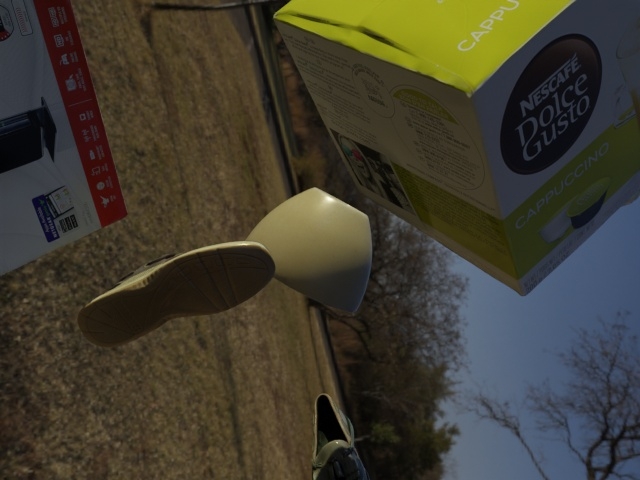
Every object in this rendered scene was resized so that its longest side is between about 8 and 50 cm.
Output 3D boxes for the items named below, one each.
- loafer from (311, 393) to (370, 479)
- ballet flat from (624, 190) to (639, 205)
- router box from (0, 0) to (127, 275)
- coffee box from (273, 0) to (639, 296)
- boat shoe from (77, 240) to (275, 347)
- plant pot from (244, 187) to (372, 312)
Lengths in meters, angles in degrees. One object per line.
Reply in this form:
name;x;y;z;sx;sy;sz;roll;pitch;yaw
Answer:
loafer;0.018;0.360;0.964;0.267;0.096;0.084;-110;177;-74
ballet flat;0.512;-0.110;0.953;0.248;0.086;0.086;-45;146;-30
router box;-0.416;-0.117;0.675;0.082;0.301;0.335;28;-44;34
coffee box;0.214;-0.207;0.709;0.338;0.338;0.334;40;-12;44
boat shoe;-0.201;0.060;0.803;0.092;0.285;0.102;-102;167;-63
plant pot;0.000;0.000;1.215;0.191;0.284;0.284;-61;-177;5
